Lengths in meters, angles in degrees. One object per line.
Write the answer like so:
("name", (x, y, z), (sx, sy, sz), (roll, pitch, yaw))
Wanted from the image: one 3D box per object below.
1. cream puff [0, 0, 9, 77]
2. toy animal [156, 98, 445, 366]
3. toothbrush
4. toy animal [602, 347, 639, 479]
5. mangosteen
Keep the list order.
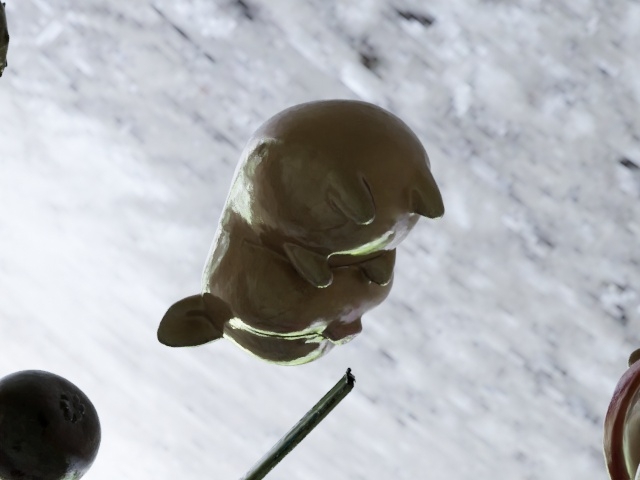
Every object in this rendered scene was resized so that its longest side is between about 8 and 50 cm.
("cream puff", (-0.281, -0.173, 1.501), (0.058, 0.083, 0.083), (0, 169, 29))
("toy animal", (-0.011, -0.004, 1.412), (0.250, 0.166, 0.154), (-58, 42, 39))
("toothbrush", (-0.078, 0.197, 1.281), (0.028, 0.294, 0.026), (40, -177, -19))
("toy animal", (0.247, 0.139, 1.082), (0.171, 0.171, 0.197), (42, -164, -7))
("mangosteen", (-0.279, 0.189, 1.738), (0.140, 0.140, 0.140), (32, 157, 16))
